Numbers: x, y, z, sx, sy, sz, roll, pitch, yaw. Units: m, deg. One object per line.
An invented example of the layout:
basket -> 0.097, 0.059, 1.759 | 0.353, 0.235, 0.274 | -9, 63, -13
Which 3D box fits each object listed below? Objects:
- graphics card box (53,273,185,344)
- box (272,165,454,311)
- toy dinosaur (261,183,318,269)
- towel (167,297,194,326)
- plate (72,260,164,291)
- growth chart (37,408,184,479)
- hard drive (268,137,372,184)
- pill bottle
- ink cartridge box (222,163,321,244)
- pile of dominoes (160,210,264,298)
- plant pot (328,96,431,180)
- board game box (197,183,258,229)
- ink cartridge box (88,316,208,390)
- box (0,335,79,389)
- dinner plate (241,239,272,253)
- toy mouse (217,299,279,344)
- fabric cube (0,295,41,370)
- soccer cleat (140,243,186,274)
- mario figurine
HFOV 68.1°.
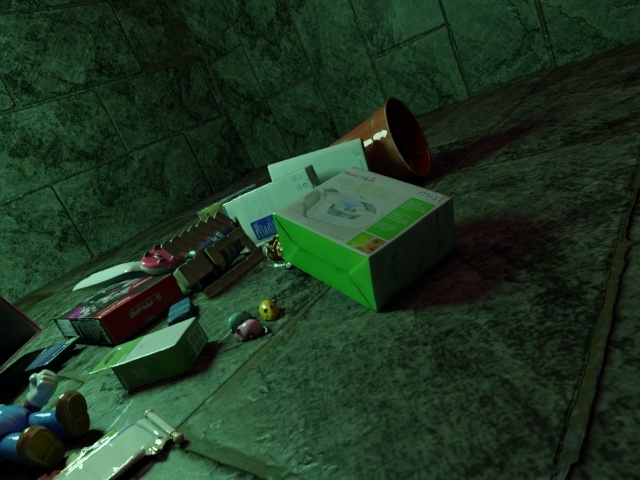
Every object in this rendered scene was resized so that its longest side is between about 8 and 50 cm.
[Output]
graphics card box -> -0.594, 0.200, 1.383 | 0.370, 0.094, 0.232 | -10, 20, 44
box -> 0.084, -0.017, 0.912 | 0.231, 0.127, 0.262 | -33, 39, -28
toy dinosaur -> 0.000, 0.000, 1.156 | 0.321, 0.164, 0.218 | 15, 50, 29
towel -> -0.353, 0.185, 1.200 | 0.067, 0.029, 0.119 | -26, 17, -9
plate -> -0.659, 0.115, 1.648 | 0.277, 0.045, 0.277 | -17, -7, 24
growth chart -> -0.329, 0.334, 0.696 | 0.237, 0.021, 0.172 | -33, 17, -28
hard drive -> 0.008, -0.178, 1.474 | 0.307, 0.203, 0.040 | -13, 14, 19
pill bottle -> -0.323, 0.044, 1.410 | 0.122, 0.123, 0.219 | -9, 35, 43
ink cartridge box -> -0.138, -0.101, 1.481 | 0.332, 0.166, 0.065 | -18, 13, 27
pile of dominoes -> -0.305, 0.038, 1.338 | 0.251, 0.196, 0.040 | -40, 1, -44
plant pot -> 0.181, -0.284, 1.561 | 0.265, 0.273, 0.272 | -22, 14, 35
board game box -> -0.312, -0.086, 1.767 | 0.243, 0.165, 0.042 | -30, 17, -21
ink cartridge box -> -0.344, 0.236, 0.958 | 0.209, 0.062, 0.109 | -21, 16, 14
box -> -0.780, 0.338, 1.308 | 0.225, 0.037, 0.136 | -20, 17, 20
dinner plate -> -0.202, 0.013, 1.559 | 0.141, 0.017, 0.141 | -22, 17, 7
toy mouse -> -0.152, 0.166, 0.961 | 0.143, 0.031, 0.161 | -26, 16, -7
fabric cube -> -0.973, 0.288, 1.240 | 0.258, 0.254, 0.259 | -40, 16, 6
soccer cleat -> -0.428, 0.065, 1.501 | 0.115, 0.143, 0.331 | 16, 25, 21
mario figurine -> -0.584, 0.320, 0.823 | 0.320, 0.170, 0.198 | -11, -16, 16
